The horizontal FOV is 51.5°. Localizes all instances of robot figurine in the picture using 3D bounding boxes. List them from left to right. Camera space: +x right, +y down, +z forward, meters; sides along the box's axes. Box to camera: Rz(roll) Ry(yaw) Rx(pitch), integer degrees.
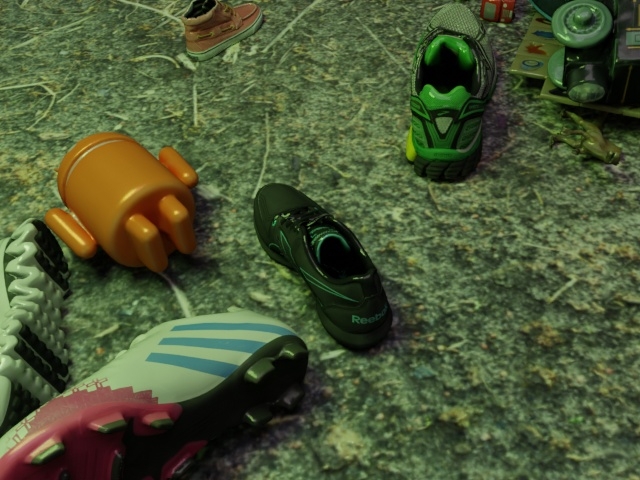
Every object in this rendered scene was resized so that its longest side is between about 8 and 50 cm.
[{"bbox_3d":[-0.244,-0.053,0.826,0.219,0.128,0.158,39,99,32],"label":"robot figurine"}]

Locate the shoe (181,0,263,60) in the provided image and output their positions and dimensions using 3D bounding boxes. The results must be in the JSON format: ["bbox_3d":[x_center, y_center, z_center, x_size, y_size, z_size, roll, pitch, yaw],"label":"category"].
[{"bbox_3d":[-0.168,-0.389,1.154,0.063,0.081,0.178,29,56,26],"label":"shoe"}]

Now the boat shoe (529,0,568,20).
[{"bbox_3d":[0.450,-0.391,1.080,0.109,0.089,0.258,-23,47,-23],"label":"boat shoe"}]

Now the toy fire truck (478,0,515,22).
[{"bbox_3d":[0.294,-0.470,1.218,0.135,0.047,0.192,8,50,11],"label":"toy fire truck"}]

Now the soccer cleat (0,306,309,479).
[{"bbox_3d":[-0.159,0.147,0.616,0.143,0.116,0.331,25,27,38],"label":"soccer cleat"}]

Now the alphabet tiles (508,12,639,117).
[{"bbox_3d":[0.460,-0.288,1.041,0.285,0.011,0.342,16,44,18],"label":"alphabet tiles"}]

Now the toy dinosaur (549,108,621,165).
[{"bbox_3d":[0.375,-0.145,0.930,0.092,0.053,0.183,19,36,6],"label":"toy dinosaur"}]

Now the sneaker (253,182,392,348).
[{"bbox_3d":[0.000,0.000,0.778,0.101,0.106,0.267,-27,50,-18],"label":"sneaker"}]

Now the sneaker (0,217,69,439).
[{"bbox_3d":[-0.346,0.101,0.722,0.118,0.110,0.292,-19,41,-3],"label":"sneaker"}]

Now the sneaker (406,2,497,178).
[{"bbox_3d":[0.199,-0.251,0.962,0.134,0.146,0.344,4,48,8],"label":"sneaker"}]

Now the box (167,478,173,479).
[{"bbox_3d":[-0.235,0.282,0.580,0.159,0.044,0.233,30,57,27],"label":"box"}]

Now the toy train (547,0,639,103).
[{"bbox_3d":[0.425,-0.339,0.929,0.190,0.142,0.334,5,68,17],"label":"toy train"}]
